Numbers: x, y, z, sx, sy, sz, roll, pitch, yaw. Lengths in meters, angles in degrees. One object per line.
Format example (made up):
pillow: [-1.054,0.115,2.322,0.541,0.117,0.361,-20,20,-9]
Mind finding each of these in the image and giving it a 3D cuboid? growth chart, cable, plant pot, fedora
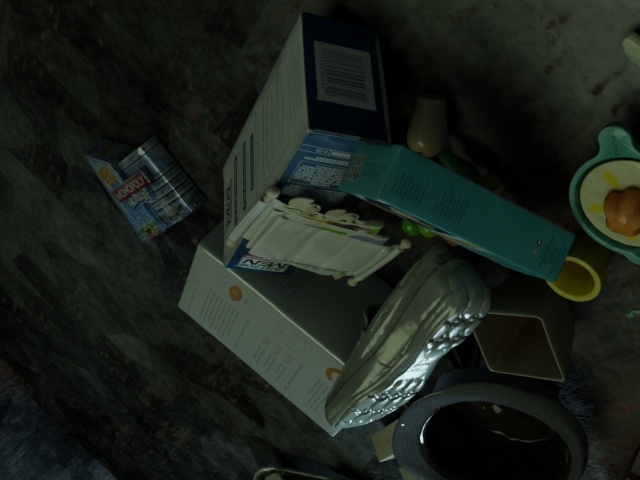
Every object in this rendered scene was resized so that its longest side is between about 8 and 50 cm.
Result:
growth chart: [0.000,0.000,1.006,0.237,0.021,0.172,18,147,-30]
cable: [0.224,0.245,1.236,0.139,0.072,0.287,25,141,15]
plant pot: [0.271,0.104,1.023,0.109,0.096,0.109,1,128,43]
fedora: [0.250,0.266,1.152,0.275,0.124,0.244,12,126,6]

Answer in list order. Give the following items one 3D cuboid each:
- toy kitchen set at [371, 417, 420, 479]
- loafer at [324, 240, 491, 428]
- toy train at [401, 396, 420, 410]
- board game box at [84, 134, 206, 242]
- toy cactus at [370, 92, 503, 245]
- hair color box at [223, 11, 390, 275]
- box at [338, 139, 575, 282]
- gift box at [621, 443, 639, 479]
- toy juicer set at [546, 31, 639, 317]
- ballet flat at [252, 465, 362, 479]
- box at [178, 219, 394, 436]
toy kitchen set: [0.217,0.428,1.444,0.122,0.166,0.207,-50,51,54]
loafer: [0.099,0.135,1.042,0.319,0.112,0.111,-52,49,31]
toy train: [0.199,0.324,1.371,0.158,0.036,0.027,41,145,2]
board game box: [-0.325,-0.107,1.412,0.194,0.060,0.194,51,144,-13]
toy cactus: [0.135,-0.091,0.973,0.219,0.112,0.181,21,121,32]
hair color box: [-0.034,-0.106,1.019,0.105,0.174,0.347,8,151,-20]
box: [0.149,-0.030,0.848,0.244,0.060,0.100,23,180,-24]
gift box: [0.489,0.460,1.038,0.258,0.276,0.255,23,146,23]
toy juicer set: [0.360,-0.027,0.807,0.209,0.089,0.329,26,141,23]
ballet flat: [-0.012,0.573,1.735,0.400,0.139,0.139,-4,124,49]
box: [-0.034,0.116,1.269,0.345,0.168,0.215,39,144,6]
